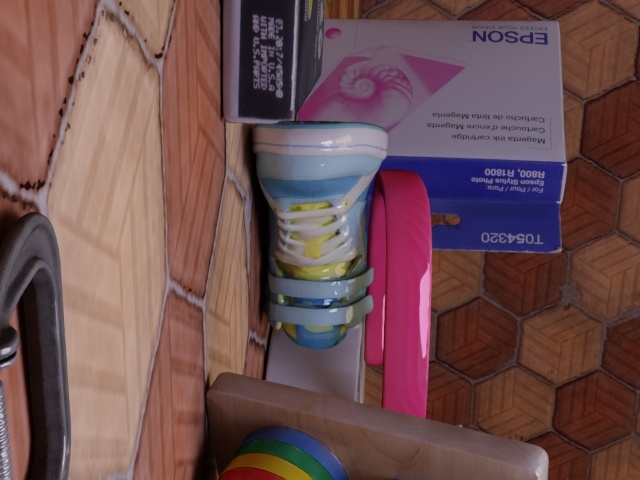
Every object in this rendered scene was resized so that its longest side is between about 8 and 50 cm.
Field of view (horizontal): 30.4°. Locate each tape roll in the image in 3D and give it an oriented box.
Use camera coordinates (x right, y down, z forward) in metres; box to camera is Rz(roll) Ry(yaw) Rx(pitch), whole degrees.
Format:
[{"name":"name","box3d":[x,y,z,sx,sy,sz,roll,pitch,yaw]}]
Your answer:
[{"name":"tape roll","box3d":[-0.005,0.215,1.333,0.286,0.100,0.286,3,90,-85]}]

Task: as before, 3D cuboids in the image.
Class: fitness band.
[{"name":"fitness band","box3d":[0.080,0.073,1.196,0.209,0.054,0.290,-111,-159,-82]}]

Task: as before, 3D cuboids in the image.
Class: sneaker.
[{"name":"sneaker","box3d":[0.000,0.000,1.117,0.319,0.127,0.208,42,50,-83]}]

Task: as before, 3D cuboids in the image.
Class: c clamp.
[{"name":"c clamp","box3d":[-0.108,0.076,0.423,0.137,0.022,0.160,-74,166,-71]}]

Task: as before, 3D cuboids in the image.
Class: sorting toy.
[{"name":"sorting toy","box3d":[0.030,0.248,0.880,0.089,0.256,0.257,-53,146,-48]}]

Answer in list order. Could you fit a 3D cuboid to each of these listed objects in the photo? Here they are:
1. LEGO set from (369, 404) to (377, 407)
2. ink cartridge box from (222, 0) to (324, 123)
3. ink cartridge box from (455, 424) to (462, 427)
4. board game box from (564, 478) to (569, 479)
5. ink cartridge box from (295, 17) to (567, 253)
[{"name":"LEGO set","box3d":[0.038,0.445,1.911,0.255,0.192,0.331,56,19,-27]},{"name":"ink cartridge box","box3d":[-0.027,-0.275,0.982,0.307,0.072,0.303,-68,160,-71]},{"name":"ink cartridge box","box3d":[0.037,0.272,1.089,0.160,0.220,0.092,-80,154,-60]},{"name":"board game box","box3d":[0.089,0.444,1.126,0.390,0.050,0.390,-45,172,-46]},{"name":"ink cartridge box","box3d":[0.132,-0.139,1.438,0.071,0.324,0.330,85,8,-52]}]
